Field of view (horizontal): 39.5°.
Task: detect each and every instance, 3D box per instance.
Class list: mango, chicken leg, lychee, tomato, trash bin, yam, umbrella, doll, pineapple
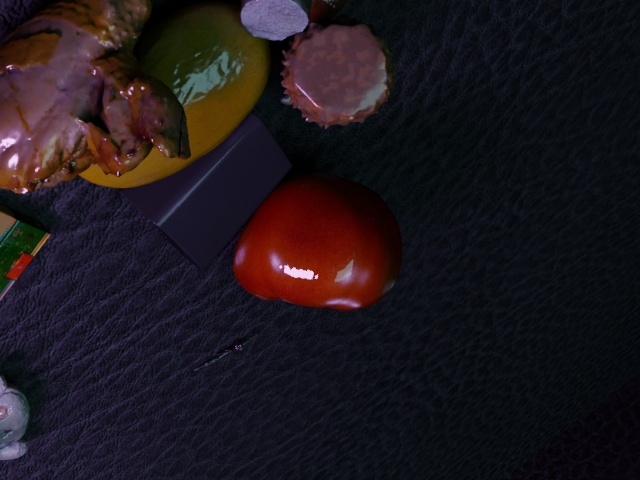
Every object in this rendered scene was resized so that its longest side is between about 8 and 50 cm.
[{"bbox_3d":[-0.201,-0.197,1.264,0.331,0.142,0.195,-47,139,9],"label":"mango"},{"bbox_3d":[-0.258,-0.211,1.109,0.409,0.295,0.182,-59,162,-6],"label":"chicken leg"},{"bbox_3d":[-0.028,-0.370,1.322,0.114,0.140,0.101,-61,168,-67],"label":"lychee"},{"bbox_3d":[0.000,0.000,1.520,0.299,0.299,0.226,11,85,-49],"label":"tomato"},{"bbox_3d":[-0.173,-0.093,1.404,0.225,0.115,0.165,-48,143,-9],"label":"trash bin"},{"bbox_3d":[-0.045,-0.407,1.199,0.106,0.106,0.259,26,66,-52],"label":"yam"},{"bbox_3d":[-0.181,0.218,1.737,0.149,0.022,0.022,-30,163,-14],"label":"umbrella"},{"bbox_3d":[-0.513,0.282,1.413,0.104,0.071,0.214,-18,141,-24],"label":"doll"},{"bbox_3d":[0.017,-0.246,1.360,0.169,0.169,0.340,-51,-174,2],"label":"pineapple"}]

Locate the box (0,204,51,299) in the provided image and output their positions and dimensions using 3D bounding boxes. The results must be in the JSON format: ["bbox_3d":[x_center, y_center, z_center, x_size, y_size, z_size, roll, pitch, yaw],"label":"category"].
[{"bbox_3d":[-0.495,-0.005,1.210,0.132,0.034,0.235,-52,143,3],"label":"box"}]
